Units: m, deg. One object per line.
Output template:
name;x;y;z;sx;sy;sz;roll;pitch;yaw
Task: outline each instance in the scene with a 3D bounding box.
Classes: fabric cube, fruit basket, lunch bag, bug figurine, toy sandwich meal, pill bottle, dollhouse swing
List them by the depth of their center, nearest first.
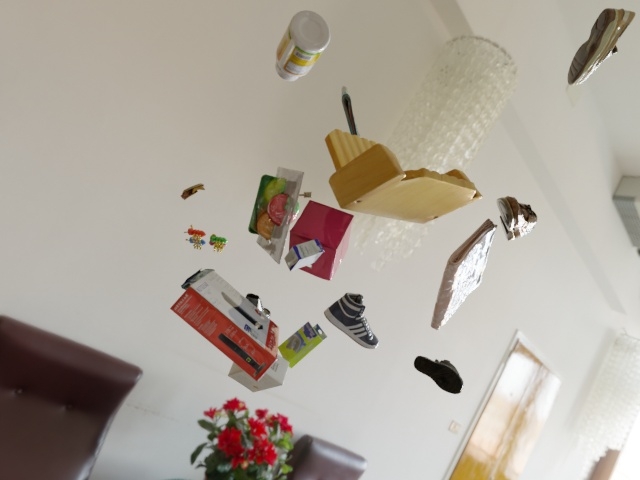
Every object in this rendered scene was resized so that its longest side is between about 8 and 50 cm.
dollhouse swing;0.224;-0.234;1.198;0.346;0.305;0.315;8;-23;-35
toy sandwich meal;-0.422;-0.162;1.366;0.029;0.085;0.085;66;-17;-8
pill bottle;-0.073;-0.644;1.397;0.136;0.136;0.245;35;-17;-15
fruit basket;-0.147;-0.107;1.536;0.165;0.327;0.353;12;8;-29
fabric cube;0.000;0.000;2.096;0.254;0.259;0.258;22;-39;11
lunch bag;-0.630;0.209;2.137;0.151;0.129;0.096;-3;-66;33
bug figurine;-0.595;-0.003;2.141;0.216;0.072;0.279;15;-16;-13

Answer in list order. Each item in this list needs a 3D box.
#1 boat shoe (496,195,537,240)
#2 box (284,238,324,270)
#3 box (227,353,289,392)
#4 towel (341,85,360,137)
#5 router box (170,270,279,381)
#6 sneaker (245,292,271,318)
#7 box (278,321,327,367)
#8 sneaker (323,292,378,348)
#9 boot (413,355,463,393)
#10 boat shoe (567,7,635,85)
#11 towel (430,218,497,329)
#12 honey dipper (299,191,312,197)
boat shoe;0.667;-0.088;1.392;0.104;0.111;0.307;-20;-20;20
box;-0.075;0.064;1.847;0.072;0.137;0.126;61;-34;16
box;-0.221;0.459;1.472;0.170;0.091;0.130;-27;-59;37
towel;0.148;-0.571;1.925;0.370;0.040;0.272;-83;157;-64
router box;-0.262;0.236;1.227;0.301;0.082;0.335;42;-1;-6
sneaker;-0.281;0.306;1.882;0.083;0.118;0.222;29;7;27
box;-0.070;0.386;1.560;0.042;0.178;0.109;53;-6;-29
sneaker;0.166;0.323;1.678;0.282;0.153;0.099;37;16;-18
boot;0.547;0.575;1.762;0.207;0.094;0.246;23;-1;-38
boat shoe;0.637;-0.429;0.936;0.072;0.068;0.190;3;-23;4
towel;0.513;0.125;1.474;0.053;0.317;0.332;30;-41;32
honey dipper;-0.119;-0.213;1.922;0.160;0.031;0.030;0;-15;7
